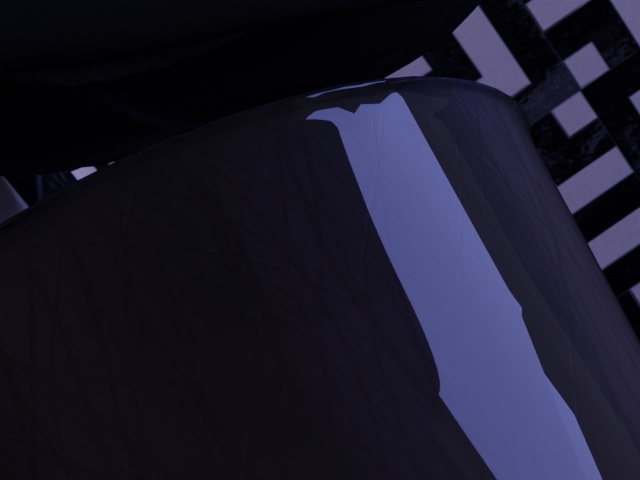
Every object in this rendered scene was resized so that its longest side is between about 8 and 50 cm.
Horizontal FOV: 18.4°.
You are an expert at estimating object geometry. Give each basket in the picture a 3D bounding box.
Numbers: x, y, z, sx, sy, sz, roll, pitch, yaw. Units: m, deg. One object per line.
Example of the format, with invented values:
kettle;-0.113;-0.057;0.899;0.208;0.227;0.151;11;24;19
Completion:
basket;0.029;0.103;0.401;0.227;0.154;0.204;60;17;16

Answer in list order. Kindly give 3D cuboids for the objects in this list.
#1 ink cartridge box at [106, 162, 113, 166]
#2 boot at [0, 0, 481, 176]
ink cartridge box;0.009;0.017;0.938;0.134;0.078;0.231;54;12;24
boot;0.020;-0.093;0.478;0.445;0.367;0.146;30;57;-83
